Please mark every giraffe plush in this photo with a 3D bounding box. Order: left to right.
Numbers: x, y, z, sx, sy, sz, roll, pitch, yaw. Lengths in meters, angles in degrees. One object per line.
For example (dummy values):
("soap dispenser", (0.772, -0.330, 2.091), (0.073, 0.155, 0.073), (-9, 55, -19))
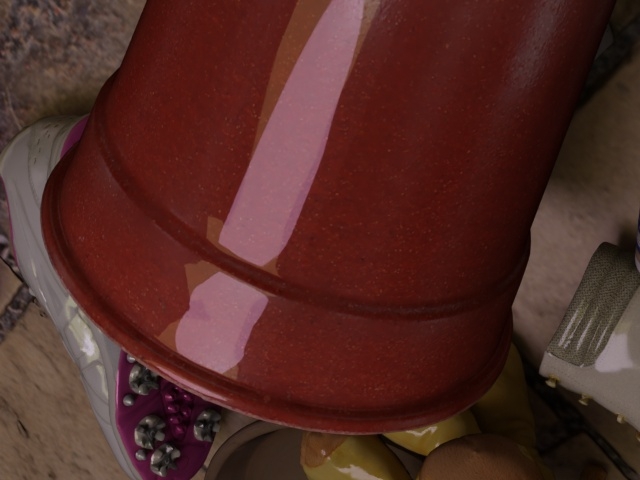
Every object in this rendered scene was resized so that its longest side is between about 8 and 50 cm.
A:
("giraffe plush", (0.097, 0.171, 0.958), (0.181, 0.170, 0.210), (-44, 96, 3))

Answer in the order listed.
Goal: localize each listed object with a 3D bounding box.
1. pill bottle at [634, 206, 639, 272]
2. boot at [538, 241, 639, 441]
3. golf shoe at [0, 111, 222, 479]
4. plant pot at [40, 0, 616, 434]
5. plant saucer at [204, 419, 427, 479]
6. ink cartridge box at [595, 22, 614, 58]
("pill bottle", (0.214, -0.034, 0.856), (0.067, 0.067, 0.120), (17, 127, 26))
("boot", (0.212, 0.117, 0.948), (0.165, 0.077, 0.213), (24, 122, 20))
("golf shoe", (-0.158, 0.044, 1.157), (0.140, 0.115, 0.306), (9, 117, 43))
("plant pot", (0.019, -0.092, 0.777), (0.272, 0.272, 0.265), (32, 125, 15))
("plant saucer", (0.040, 0.231, 1.152), (0.278, 0.041, 0.278), (15, 129, 20))
("ink cartridge box", (0.034, -0.188, 0.900), (0.224, 0.045, 0.223), (-9, 112, 39))
